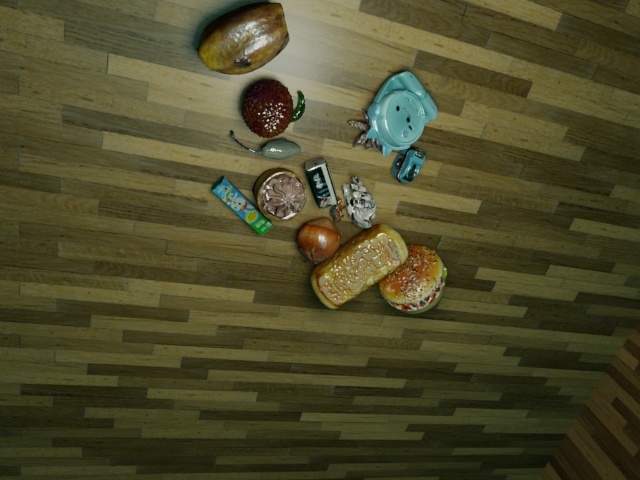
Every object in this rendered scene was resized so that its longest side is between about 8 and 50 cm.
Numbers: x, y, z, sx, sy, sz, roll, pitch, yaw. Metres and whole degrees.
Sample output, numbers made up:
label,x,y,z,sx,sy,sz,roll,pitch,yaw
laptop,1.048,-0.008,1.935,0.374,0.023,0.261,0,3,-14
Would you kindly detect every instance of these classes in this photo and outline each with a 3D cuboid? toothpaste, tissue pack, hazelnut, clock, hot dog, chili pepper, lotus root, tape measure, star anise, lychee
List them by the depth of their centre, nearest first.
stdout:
label,x,y,z,sx,sy,sz,roll,pitch,yaw
lotus root,-0.237,-0.614,1.478,0.290,0.193,0.193,-24,120,0
lychee,-0.175,-0.433,1.590,0.188,0.188,0.188,-6,119,-11
chili pepper,-0.077,-0.460,1.681,0.055,0.035,0.118,13,119,-38
clock,0.279,-0.432,1.695,0.223,0.094,0.274,40,76,-29
star anise,0.194,-0.415,1.754,0.195,0.065,0.183,8,110,-8
tissue pack,0.002,-0.217,1.790,0.090,0.103,0.170,-17,120,0
toothpaste,-0.289,-0.128,1.797,0.065,0.050,0.267,-41,120,6
tape measure,0.330,-0.286,1.820,0.080,0.125,0.146,19,99,-25
hazelnut,0.000,0.000,1.873,0.182,0.182,0.182,-6,119,-11
hot dog,0.150,0.091,1.924,0.405,0.223,0.185,-35,99,8

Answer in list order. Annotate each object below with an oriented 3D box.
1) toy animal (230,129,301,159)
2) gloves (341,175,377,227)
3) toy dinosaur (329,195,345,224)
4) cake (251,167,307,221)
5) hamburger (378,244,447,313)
label,x,y,z,sx,sy,sz,roll,pitch,yaw
toy animal,-0.194,-0.330,1.697,0.252,0.079,0.070,5,123,-14
gloves,0.155,-0.156,1.857,0.111,0.127,0.212,-14,124,-17
toy dinosaur,0.064,-0.108,1.892,0.055,0.049,0.154,22,128,13
cake,-0.144,-0.153,1.749,0.185,0.178,0.208,37,107,-28
hamburger,0.378,0.154,1.973,0.300,0.300,0.176,-32,136,4
